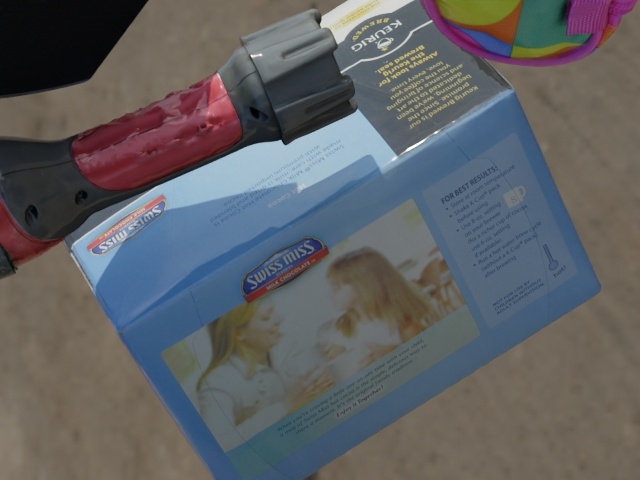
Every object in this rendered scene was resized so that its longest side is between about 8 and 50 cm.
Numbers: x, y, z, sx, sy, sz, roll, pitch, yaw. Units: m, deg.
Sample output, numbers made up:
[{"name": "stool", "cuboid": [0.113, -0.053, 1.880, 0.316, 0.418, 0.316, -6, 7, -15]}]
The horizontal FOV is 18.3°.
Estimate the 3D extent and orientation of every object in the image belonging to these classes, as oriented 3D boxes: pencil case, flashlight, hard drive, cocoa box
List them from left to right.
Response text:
[{"name": "hard drive", "cuboid": [-0.208, -0.158, 1.286, 0.172, 0.255, 0.054, -48, 67, 31]}, {"name": "flashlight", "cuboid": [-0.127, -0.067, 1.345, 0.103, 0.304, 0.103, -117, 3, -57]}, {"name": "cocoa box", "cuboid": [0.000, 0.000, 1.575, 0.231, 0.347, 0.228, 61, 175, -38]}, {"name": "pencil case", "cuboid": [0.114, -0.191, 0.899, 0.104, 0.104, 0.236, -45, 23, 57]}]
